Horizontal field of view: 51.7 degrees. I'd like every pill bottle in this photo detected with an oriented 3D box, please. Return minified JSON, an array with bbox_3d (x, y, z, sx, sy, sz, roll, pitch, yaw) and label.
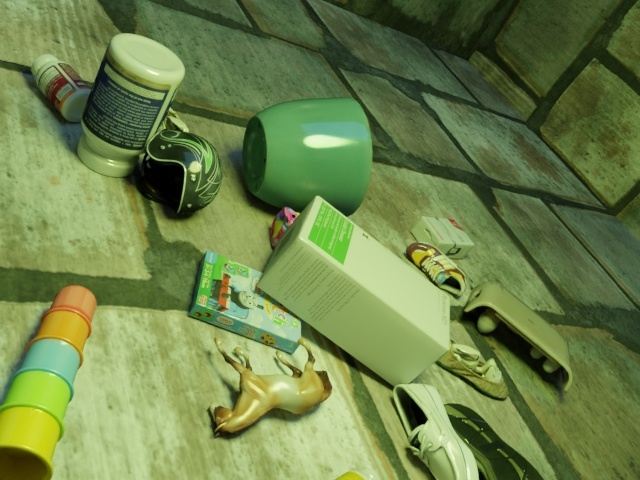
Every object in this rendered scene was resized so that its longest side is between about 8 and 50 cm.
[{"bbox_3d":[0.043,0.398,1.028,0.116,0.065,0.065,-12,54,-50],"label":"pill bottle"},{"bbox_3d":[-0.392,-0.267,1.337,0.153,0.264,0.153,25,31,-16],"label":"pill bottle"},{"bbox_3d":[-0.562,-0.336,1.443,0.152,0.086,0.086,46,33,18],"label":"pill bottle"}]

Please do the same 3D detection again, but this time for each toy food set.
[{"bbox_3d":[0.506,0.238,1.681,0.306,0.092,0.220,41,20,8],"label":"toy food set"}]

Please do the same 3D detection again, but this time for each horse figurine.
[{"bbox_3d":[-0.075,0.243,1.131,0.263,0.066,0.174,8,34,-32],"label":"horse figurine"}]

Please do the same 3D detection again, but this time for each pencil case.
[{"bbox_3d":[0.000,0.000,1.502,0.236,0.104,0.104,18,35,-27],"label":"pencil case"}]

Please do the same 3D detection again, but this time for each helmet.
[{"bbox_3d":[-0.282,-0.141,1.373,0.161,0.169,0.169,28,31,-1],"label":"helmet"}]

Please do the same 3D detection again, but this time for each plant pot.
[{"bbox_3d":[-0.049,-0.199,1.565,0.235,0.293,0.293,-2,45,-25],"label":"plant pot"}]

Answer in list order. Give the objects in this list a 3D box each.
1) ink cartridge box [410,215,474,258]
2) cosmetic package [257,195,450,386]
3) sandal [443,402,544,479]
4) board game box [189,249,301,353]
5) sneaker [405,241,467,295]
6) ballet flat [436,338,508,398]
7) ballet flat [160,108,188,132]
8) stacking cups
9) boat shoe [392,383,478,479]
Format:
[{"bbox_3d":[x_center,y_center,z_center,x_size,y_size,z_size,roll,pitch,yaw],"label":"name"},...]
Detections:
[{"bbox_3d":[0.343,-0.007,1.866,0.150,0.063,0.109,3,43,-40],"label":"ink cartridge box"},{"bbox_3d":[0.077,0.105,1.329,0.365,0.155,0.197,36,29,-11],"label":"cosmetic package"},{"bbox_3d":[0.317,0.430,1.235,0.120,0.086,0.303,5,27,-31],"label":"sandal"},{"bbox_3d":[-0.137,0.117,1.269,0.211,0.039,0.160,24,32,-18],"label":"board game box"},{"bbox_3d":[0.303,0.072,1.714,0.185,0.069,0.084,32,26,-3],"label":"sneaker"},{"bbox_3d":[0.348,0.283,1.469,0.206,0.067,0.073,29,31,-10],"label":"ballet flat"},{"bbox_3d":[-0.317,-0.216,1.519,0.091,0.077,0.241,-11,53,-51],"label":"ballet flat"},{"bbox_3d":[-0.373,0.177,0.908,0.096,0.096,0.316,23,33,-19],"label":"stacking cups"},{"bbox_3d":[0.199,0.368,1.206,0.084,0.095,0.258,13,27,-25],"label":"boat shoe"}]
